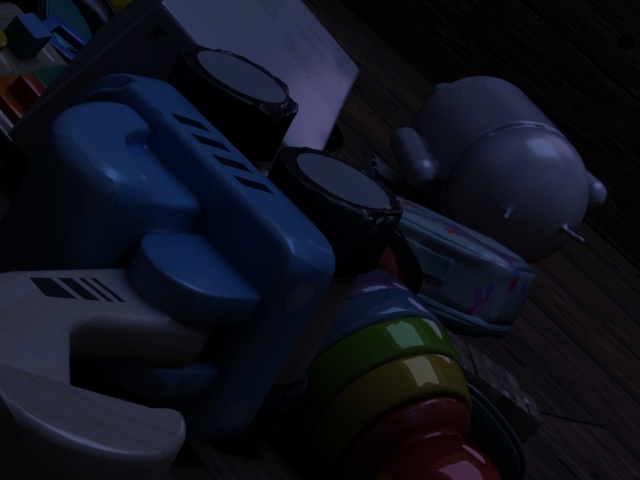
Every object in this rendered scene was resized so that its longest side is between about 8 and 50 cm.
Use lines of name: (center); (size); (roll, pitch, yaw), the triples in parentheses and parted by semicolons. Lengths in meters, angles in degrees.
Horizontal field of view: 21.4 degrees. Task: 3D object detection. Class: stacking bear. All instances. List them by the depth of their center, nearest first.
stacking bear: (0.052, 0.142, 1.402); (0.164, 0.175, 0.289); (5, 43, -42)

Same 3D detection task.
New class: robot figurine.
robot figurine: (0.239, -0.095, 2.316); (0.300, 0.200, 0.353); (3, 27, -20)

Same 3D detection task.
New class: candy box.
candy box: (0.119, -0.027, 2.366); (0.165, 0.070, 0.196); (36, 13, -12)

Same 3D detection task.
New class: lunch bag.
lunch bag: (0.093, 0.016, 1.923); (0.279, 0.108, 0.224); (25, 6, 16)

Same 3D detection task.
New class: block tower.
block tower: (0.059, 0.104, 1.687); (0.335, 0.097, 0.091); (37, 13, -13)

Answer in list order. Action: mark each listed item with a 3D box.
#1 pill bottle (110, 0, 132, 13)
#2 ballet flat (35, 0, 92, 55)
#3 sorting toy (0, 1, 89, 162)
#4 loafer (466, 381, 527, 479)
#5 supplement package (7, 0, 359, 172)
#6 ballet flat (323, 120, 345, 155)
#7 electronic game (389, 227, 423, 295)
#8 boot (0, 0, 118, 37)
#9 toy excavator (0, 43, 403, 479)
pill bottle: (-0.222, -0.244, 2.043); (0.208, 0.117, 0.117); (38, 12, 11)
ballet flat: (-0.269, -0.181, 1.803); (0.074, 0.074, 0.203); (23, 30, -50)
sorting toy: (-0.283, -0.163, 1.613); (0.196, 0.047, 0.347); (45, 25, 8)
loafer: (0.080, 0.146, 1.603); (0.267, 0.096, 0.084); (34, 7, -9)
supplement package: (-0.117, -0.130, 1.565); (0.199, 0.198, 0.263); (48, 25, -13)
ballet flat: (-0.067, -0.172, 2.234); (0.124, 0.116, 0.342); (19, -4, 31)
electronic game: (0.000, 0.000, 1.750); (0.229, 0.048, 0.229); (24, -25, 12)
boot: (-0.358, -0.269, 1.888); (0.263, 0.091, 0.229); (34, 18, -4)
toy excavator: (-0.141, 0.039, 1.184); (0.445, 0.222, 0.433); (3, 34, -47)
